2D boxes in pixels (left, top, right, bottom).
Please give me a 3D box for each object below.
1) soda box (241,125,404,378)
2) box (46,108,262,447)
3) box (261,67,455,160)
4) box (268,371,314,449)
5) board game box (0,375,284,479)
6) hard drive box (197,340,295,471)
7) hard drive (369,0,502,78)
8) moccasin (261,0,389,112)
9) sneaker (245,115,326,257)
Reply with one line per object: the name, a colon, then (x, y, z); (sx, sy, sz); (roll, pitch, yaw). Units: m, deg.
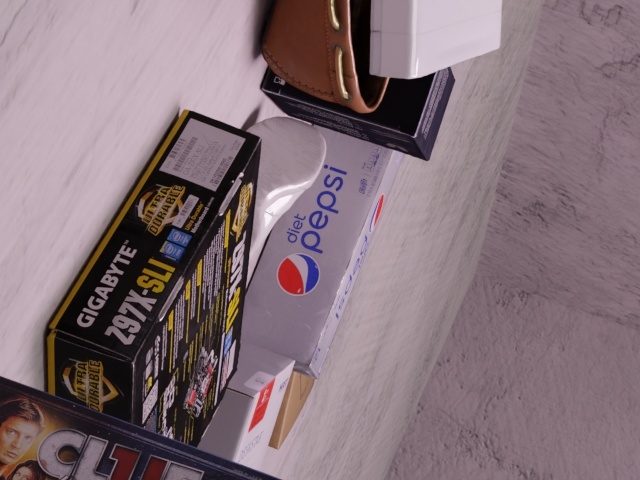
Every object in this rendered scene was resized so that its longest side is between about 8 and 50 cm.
soda box: (0.000, 0.000, 2.142); (0.091, 0.098, 0.286); (66, 44, -75)
box: (-0.138, 0.094, 1.617); (0.322, 0.079, 0.257); (98, 13, -50)
box: (0.041, -0.152, 1.895); (0.158, 0.156, 0.093); (39, 69, -80)
box: (-0.020, 0.153, 2.568); (0.164, 0.021, 0.201); (-57, 163, -56)
board game box: (-0.158, 0.181, 1.169); (0.042, 0.243, 0.165); (92, 19, -57)
hard drive box: (-0.118, 0.229, 1.962); (0.181, 0.089, 0.232); (-36, 144, -75)
hard drive: (0.100, -0.318, 1.540); (0.233, 0.047, 0.353); (-27, 122, -65)
moccasin: (0.046, -0.280, 1.666); (0.139, 0.147, 0.380); (-26, 141, -48)
sneaker: (-0.069, -0.030, 1.815); (0.212, 0.080, 0.094); (-54, 174, -39)
